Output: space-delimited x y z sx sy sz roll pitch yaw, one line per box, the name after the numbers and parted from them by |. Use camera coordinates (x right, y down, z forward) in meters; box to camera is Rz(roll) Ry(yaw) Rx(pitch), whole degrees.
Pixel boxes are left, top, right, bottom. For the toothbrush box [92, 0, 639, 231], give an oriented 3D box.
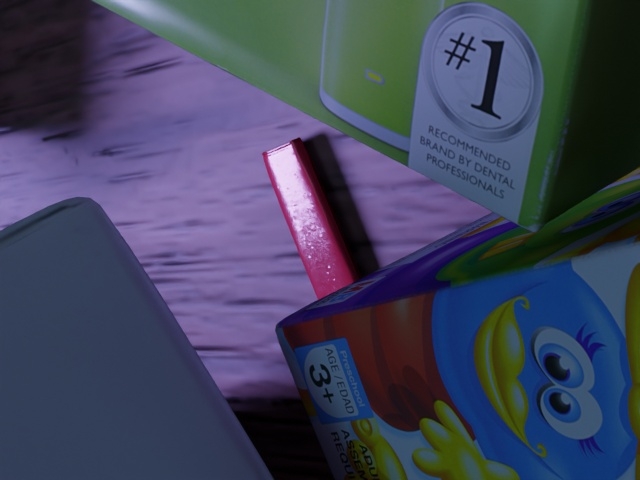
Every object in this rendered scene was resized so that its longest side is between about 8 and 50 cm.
0.027 -0.179 0.393 0.206 0.122 0.283 31 128 30 | toothbrush box

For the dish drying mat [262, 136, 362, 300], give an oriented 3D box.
0.000 0.000 0.668 0.032 0.008 0.083 -17 97 56 | dish drying mat

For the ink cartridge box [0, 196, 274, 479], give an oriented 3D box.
-0.059 0.187 0.591 0.285 0.166 0.395 57 171 12 | ink cartridge box

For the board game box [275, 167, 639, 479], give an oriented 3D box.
0.137 0.041 0.391 0.275 0.142 0.144 -18 96 56 | board game box
